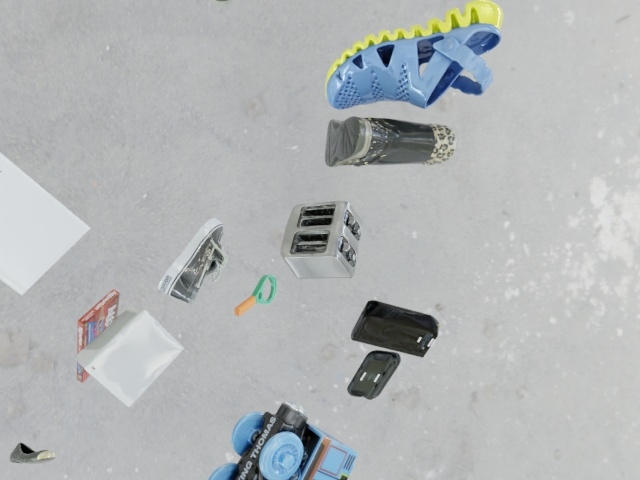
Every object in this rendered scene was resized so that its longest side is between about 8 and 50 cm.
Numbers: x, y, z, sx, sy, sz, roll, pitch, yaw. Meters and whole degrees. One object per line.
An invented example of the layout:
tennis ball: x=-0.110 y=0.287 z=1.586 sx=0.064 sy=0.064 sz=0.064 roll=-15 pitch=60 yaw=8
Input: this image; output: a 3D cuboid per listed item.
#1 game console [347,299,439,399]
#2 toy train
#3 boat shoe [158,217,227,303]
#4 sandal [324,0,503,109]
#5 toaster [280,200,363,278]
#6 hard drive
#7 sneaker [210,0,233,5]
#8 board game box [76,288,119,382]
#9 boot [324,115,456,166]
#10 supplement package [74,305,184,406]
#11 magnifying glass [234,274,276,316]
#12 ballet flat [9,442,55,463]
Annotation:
game console: x=0.166 y=0.323 z=1.438 sx=0.213 sy=0.044 sz=0.361 roll=16 pitch=123 yaw=-11
toy train: x=-0.048 y=0.238 z=0.456 sx=0.105 sy=0.080 sz=0.184 roll=38 pitch=72 yaw=-31
boat shoe: x=-0.289 y=0.047 z=1.286 sx=0.105 sy=0.306 sz=0.113 roll=30 pitch=116 yaw=-6
sandal: x=0.158 y=-0.283 z=0.865 sx=0.317 sy=0.126 sz=0.138 roll=-16 pitch=76 yaw=18
toaster: x=0.000 y=0.000 z=1.252 sx=0.110 sy=0.185 sz=0.168 roll=57 pitch=39 yaw=-48
hard drive: x=-0.685 y=-0.059 z=1.092 sx=0.307 sy=0.040 sz=0.203 roll=45 pitch=52 yaw=-17
sneaker: x=-0.144 y=-0.547 z=0.927 sx=0.083 sy=0.118 sz=0.222 roll=18 pitch=78 yaw=-14
board game box: x=-0.649 y=0.281 z=1.498 sx=0.027 sy=0.281 sz=0.145 roll=26 pitch=39 yaw=5
boot: x=0.109 y=-0.167 z=0.901 sx=0.178 sy=0.236 sz=0.085 roll=2 pitch=97 yaw=-13
supplement package: x=-0.498 y=0.292 z=1.333 sx=0.194 sy=0.203 sz=0.149 roll=-48 pitch=110 yaw=-25
magnifying glass: x=-0.191 y=0.171 z=1.551 sx=0.231 sy=0.026 sz=0.092 roll=-34 pitch=125 yaw=-61
ballet flat: x=-0.722 y=0.532 z=1.284 sx=0.057 sy=0.173 sz=0.049 roll=34 pitch=52 yaw=-50
